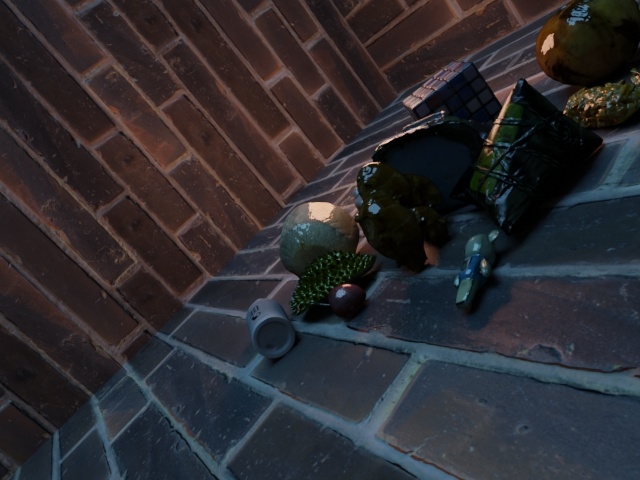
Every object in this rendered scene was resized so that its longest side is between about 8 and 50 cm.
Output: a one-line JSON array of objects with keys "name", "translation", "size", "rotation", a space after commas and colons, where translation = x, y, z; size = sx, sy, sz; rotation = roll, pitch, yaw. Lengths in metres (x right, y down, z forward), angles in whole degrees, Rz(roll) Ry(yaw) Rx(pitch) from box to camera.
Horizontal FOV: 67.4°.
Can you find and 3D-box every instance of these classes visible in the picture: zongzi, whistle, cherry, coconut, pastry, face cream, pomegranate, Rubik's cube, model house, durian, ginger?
[{"name": "zongzi", "translation": [0.508, -0.201, 1.327], "size": [0.383, 0.319, 0.362], "rotation": [-59, 19, 0]}, {"name": "whistle", "translation": [0.373, 0.071, 1.155], "size": [0.114, 0.077, 0.235], "rotation": [-35, 20, 50]}, {"name": "cherry", "translation": [0.035, 0.200, 1.472], "size": [0.226, 0.090, 0.106], "rotation": [-23, 57, 5]}, {"name": "coconut", "translation": [0.000, 0.000, 1.789], "size": [0.329, 0.328, 0.328], "rotation": [-36, 17, 13]}, {"name": "pastry", "translation": [0.806, -0.386, 1.344], "size": [0.154, 0.102, 0.250], "rotation": [-41, 14, -8]}, {"name": "face cream", "translation": [-0.194, 0.282, 1.710], "size": [0.145, 0.145, 0.370], "rotation": [-42, 17, -6]}, {"name": "pomegranate", "translation": [0.894, -0.676, 1.604], "size": [0.322, 0.322, 0.322], "rotation": [-36, 17, 13]}, {"name": "Rubik's cube", "translation": [0.547, -0.539, 1.990], "size": [0.293, 0.287, 0.292], "rotation": [-38, 17, 11]}, {"name": "model house", "translation": [0.420, -0.310, 1.628], "size": [0.360, 0.297, 0.339], "rotation": [-17, 25, 39]}, {"name": "durian", "translation": [0.029, 0.151, 1.610], "size": [0.352, 0.169, 0.158], "rotation": [-36, 42, 19]}, {"name": "ginger", "translation": [0.243, -0.077, 1.461], "size": [0.152, 0.275, 0.357], "rotation": [125, 150, -54]}]

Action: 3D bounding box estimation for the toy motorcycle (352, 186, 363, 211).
[{"name": "toy motorcycle", "translation": [0.204, -0.099, 1.715], "size": [0.108, 0.223, 0.340], "rotation": [-42, 18, 5]}]
